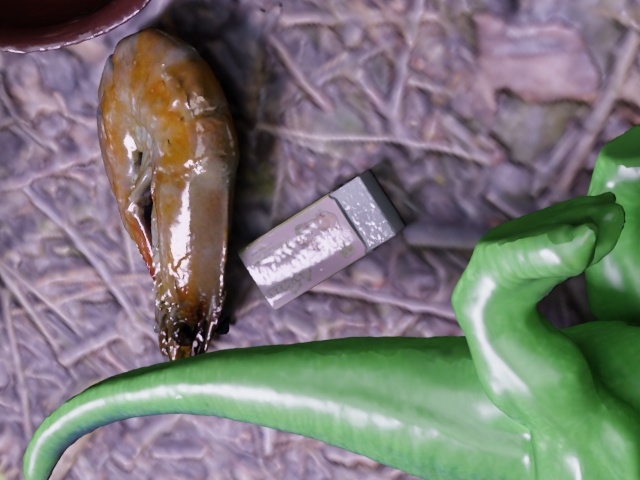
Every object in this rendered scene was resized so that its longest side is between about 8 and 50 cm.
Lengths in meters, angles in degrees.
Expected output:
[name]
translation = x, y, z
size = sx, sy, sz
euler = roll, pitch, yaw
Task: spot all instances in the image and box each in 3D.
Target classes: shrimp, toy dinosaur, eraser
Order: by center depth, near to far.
[toy dinosaur]
translation = 0.135, 0.143, 0.669
size = 0.500, 0.144, 0.374
euler = -26, 106, 31
[eraser]
translation = 0.000, 0.000, 0.720
size = 0.083, 0.019, 0.038
euler = -33, 89, 28
[shrimp]
translation = -0.078, -0.018, 0.742
size = 0.101, 0.042, 0.190
euler = 11, 112, 43

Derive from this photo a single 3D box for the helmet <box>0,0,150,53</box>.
[helmet]
translation = -0.123, -0.174, 0.673
size = 0.175, 0.106, 0.155
euler = 1, 108, 22
